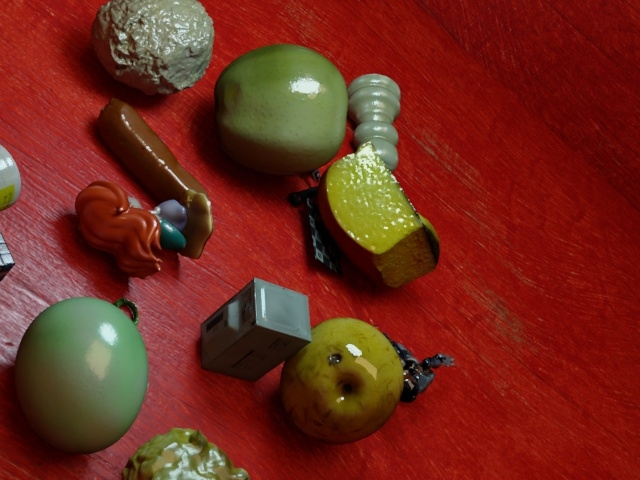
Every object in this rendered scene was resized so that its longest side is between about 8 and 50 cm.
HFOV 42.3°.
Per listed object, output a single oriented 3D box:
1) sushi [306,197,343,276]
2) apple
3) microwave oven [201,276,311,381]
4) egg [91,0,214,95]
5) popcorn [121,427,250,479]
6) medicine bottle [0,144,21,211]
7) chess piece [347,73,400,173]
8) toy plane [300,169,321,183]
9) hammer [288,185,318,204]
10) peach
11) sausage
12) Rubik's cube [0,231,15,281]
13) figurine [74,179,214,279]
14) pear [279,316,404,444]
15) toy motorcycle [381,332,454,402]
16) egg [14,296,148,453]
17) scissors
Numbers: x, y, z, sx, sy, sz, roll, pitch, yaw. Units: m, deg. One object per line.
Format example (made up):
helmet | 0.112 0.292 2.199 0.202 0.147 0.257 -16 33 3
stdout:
sushi | 0.000 0.000 2.178 0.139 0.031 0.201 39 34 -46
apple | -0.106 -0.336 2.114 0.357 0.357 0.357 27 42 -28
microwave oven | -0.139 0.187 1.731 0.162 0.208 0.122 22 45 -32
egg | -0.400 -0.481 2.002 0.310 0.279 0.279 -24 77 -40
popcorn | -0.223 0.441 1.417 0.249 0.225 0.249 18 52 -25
medicine bottle | -0.675 -0.084 1.468 0.143 0.143 0.258 52 36 2
chess piece | 0.168 -0.335 2.554 0.182 0.182 0.330 23 51 -32
toy plane | -0.027 -0.244 2.342 0.130 0.061 0.189 57 27 -32
hammer | 0.015 -0.147 2.298 0.288 0.033 0.111 -24 122 -45
peach | 0.148 -0.045 2.201 0.380 0.242 0.306 54 -1 7
sausage | -0.384 -0.175 1.888 0.348 0.097 0.094 49 46 -2
Rubik's cube | -0.617 0.033 1.469 0.092 0.092 0.092 -14 70 -50
figurine | -0.366 -0.023 1.717 0.257 0.181 0.208 -3 90 -39
pear | 0.044 0.299 1.760 0.281 0.281 0.280 27 42 -28
toy motorcycle | 0.206 0.315 2.027 0.207 0.134 0.401 38 12 32
egg | -0.405 0.228 1.412 0.220 0.220 0.269 10 52 -41
scissors | -0.379 0.206 1.619 0.101 0.027 0.204 -4 60 -44
